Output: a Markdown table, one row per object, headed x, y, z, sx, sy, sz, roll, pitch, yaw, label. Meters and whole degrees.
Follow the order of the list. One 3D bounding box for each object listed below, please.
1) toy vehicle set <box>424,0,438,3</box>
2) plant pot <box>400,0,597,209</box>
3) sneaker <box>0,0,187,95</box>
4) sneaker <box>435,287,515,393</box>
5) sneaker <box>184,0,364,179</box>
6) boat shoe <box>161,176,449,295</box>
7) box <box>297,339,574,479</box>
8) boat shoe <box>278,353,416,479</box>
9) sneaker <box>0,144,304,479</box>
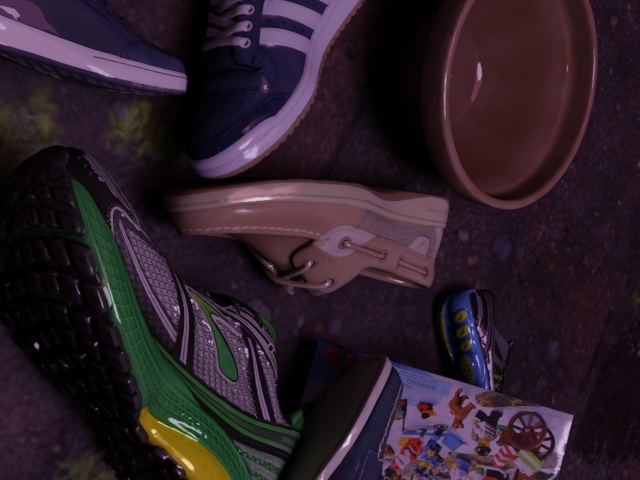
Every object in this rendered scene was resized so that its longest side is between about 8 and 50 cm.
| x | y | z | sx | sy | sz | roll | pitch | yaw | label |
| --- | --- | --- | --- | --- | --- | --- | --- | --- | --- |
| 0.135 | -0.385 | 0.920 | 0.166 | 0.035 | 0.267 | -30 | 114 | -35 | toy vehicle set |
| 0.153 | -0.154 | 0.903 | 0.237 | 0.110 | 0.237 | -15 | 112 | -41 | plant pot |
| -0.173 | -0.193 | 0.639 | 0.226 | 0.086 | 0.163 | 15 | 87 | -40 | sneaker |
| 0.174 | 0.138 | 0.988 | 0.078 | 0.067 | 0.188 | -20 | 105 | -32 | sneaker |
| -0.055 | -0.192 | 0.731 | 0.153 | 0.099 | 0.282 | 51 | 56 | -38 | sneaker |
| 0.000 | 0.000 | 0.800 | 0.302 | 0.109 | 0.098 | 4 | 91 | -47 | boat shoe |
| 0.087 | 0.196 | 0.836 | 0.233 | 0.044 | 0.159 | 16 | 81 | 3 | box |
| 0.011 | 0.209 | 0.755 | 0.079 | 0.095 | 0.254 | 37 | 57 | -13 | boat shoe |
| -0.120 | 0.071 | 0.702 | 0.146 | 0.134 | 0.343 | -50 | 133 | -34 | sneaker |
